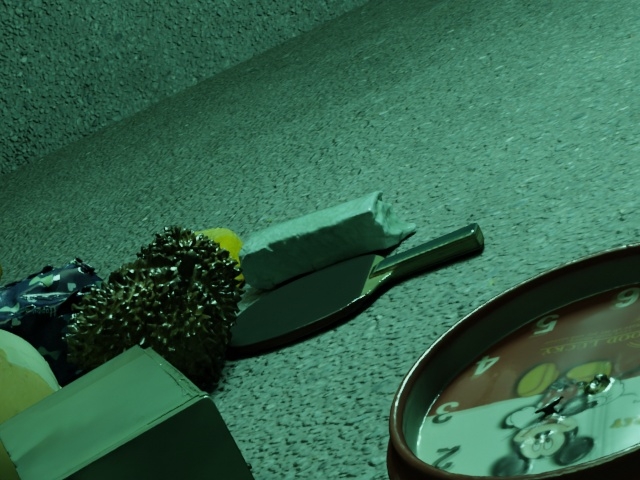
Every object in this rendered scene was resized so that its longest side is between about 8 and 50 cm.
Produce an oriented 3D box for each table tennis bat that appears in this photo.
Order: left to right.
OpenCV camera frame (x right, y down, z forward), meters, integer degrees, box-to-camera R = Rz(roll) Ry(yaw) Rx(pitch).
[{"bbox_3d":[0.030,0.046,1.600,0.301,0.022,0.173,-22,15,17],"label":"table tennis bat"}]

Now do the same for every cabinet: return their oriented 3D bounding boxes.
[{"bbox_3d":[-0.139,0.190,1.168,0.150,0.145,0.206,-30,16,-13],"label":"cabinet"}]

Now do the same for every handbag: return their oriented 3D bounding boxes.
[{"bbox_3d":[-0.326,0.128,1.651,0.260,0.162,0.113,-26,29,-2],"label":"handbag"}]

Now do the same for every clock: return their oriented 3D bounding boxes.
[{"bbox_3d":[0.193,0.105,1.050,0.318,0.080,0.318,-22,21,9],"label":"clock"}]

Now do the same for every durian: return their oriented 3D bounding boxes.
[{"bbox_3d":[-0.160,0.071,1.530,0.196,0.167,0.196,-62,10,20],"label":"durian"}]

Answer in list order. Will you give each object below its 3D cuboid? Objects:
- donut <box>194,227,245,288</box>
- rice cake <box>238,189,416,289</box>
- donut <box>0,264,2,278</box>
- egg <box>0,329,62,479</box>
[{"bbox_3d":[-0.162,0.039,1.844,0.162,0.065,0.178,-24,15,5],"label":"donut"},{"bbox_3d":[0.000,0.000,1.721,0.206,0.063,0.069,-17,19,29],"label":"rice cake"},{"bbox_3d":[-0.541,0.120,1.960,0.299,0.150,0.317,-21,8,-7],"label":"donut"},{"bbox_3d":[-0.342,0.184,1.410,0.201,0.201,0.244,-18,32,25],"label":"egg"}]
